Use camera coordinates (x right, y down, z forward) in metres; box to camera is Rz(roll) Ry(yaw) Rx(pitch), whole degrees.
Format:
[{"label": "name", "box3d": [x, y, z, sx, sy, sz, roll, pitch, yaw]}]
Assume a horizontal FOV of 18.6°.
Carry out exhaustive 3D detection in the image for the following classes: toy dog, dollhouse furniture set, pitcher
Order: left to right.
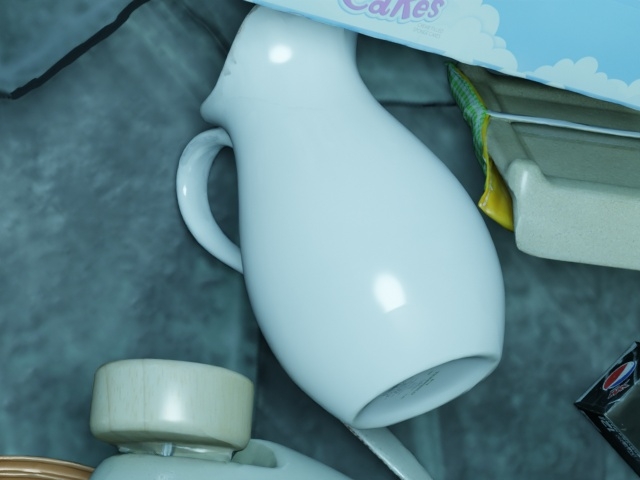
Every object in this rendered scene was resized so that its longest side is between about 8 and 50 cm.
[{"label": "toy dog", "box3d": [-0.018, 0.170, 1.058, 0.334, 0.161, 0.220, 36, 65, -29]}, {"label": "pitcher", "box3d": [0.000, 0.000, 1.019, 0.125, 0.178, 0.207, -9, 65, -37]}, {"label": "dollhouse furniture set", "box3d": [0.213, 0.016, 1.094, 0.301, 0.197, 0.151, 8, 112, -8]}]

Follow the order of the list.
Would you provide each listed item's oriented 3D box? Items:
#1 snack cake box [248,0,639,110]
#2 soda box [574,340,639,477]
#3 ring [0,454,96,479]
[{"label": "snack cake box", "box3d": [0.068, -0.165, 1.014, 0.264, 0.152, 0.089, 12, 122, -29]}, {"label": "soda box", "box3d": [0.231, 0.139, 1.158, 0.060, 0.053, 0.169, -44, 101, -8]}, {"label": "ring", "box3d": [-0.178, 0.288, 1.085, 0.336, 0.032, 0.336, 0, 92, -12]}]
